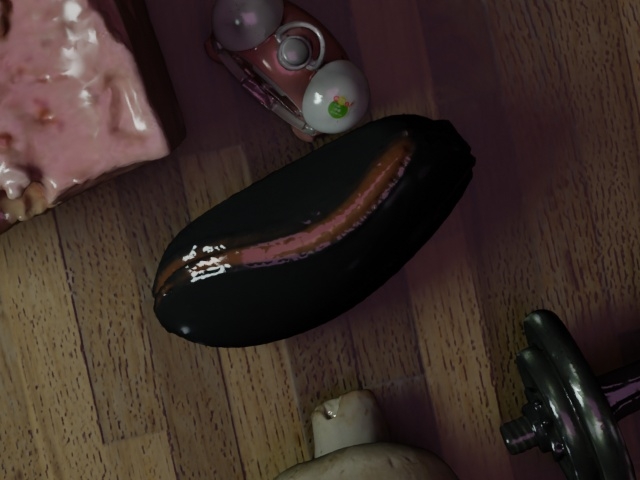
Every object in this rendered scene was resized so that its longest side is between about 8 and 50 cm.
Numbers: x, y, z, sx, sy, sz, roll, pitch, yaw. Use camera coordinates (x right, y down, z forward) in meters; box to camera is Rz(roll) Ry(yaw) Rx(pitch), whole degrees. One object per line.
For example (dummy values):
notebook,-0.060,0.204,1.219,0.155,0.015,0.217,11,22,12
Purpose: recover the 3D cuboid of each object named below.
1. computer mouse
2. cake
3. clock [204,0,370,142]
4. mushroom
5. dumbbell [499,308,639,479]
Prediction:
computer mouse,0.002,0.004,1.732,0.323,0.183,0.116,-30,67,-1
cake,-0.297,-0.152,1.655,0.306,0.293,0.314,-19,100,0
clock,-0.025,-0.167,1.732,0.166,0.162,0.093,43,87,-5
mushroom,0.034,0.234,1.751,0.204,0.204,0.204,0,93,-3
dumbbell,0.299,0.125,1.748,0.290,0.192,0.192,-23,94,-2
